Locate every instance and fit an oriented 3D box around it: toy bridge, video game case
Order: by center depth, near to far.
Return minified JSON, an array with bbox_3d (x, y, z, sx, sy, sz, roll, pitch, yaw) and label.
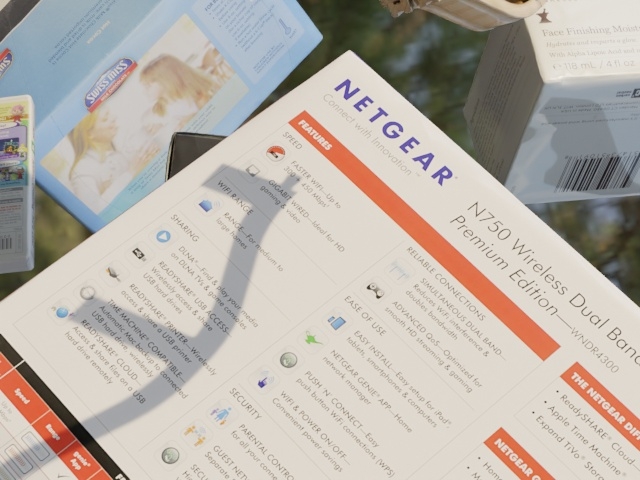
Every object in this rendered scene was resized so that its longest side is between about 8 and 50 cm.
[{"bbox_3d":[0.067,-0.118,0.628,0.026,0.188,0.063,-16,-75,29],"label":"toy bridge"},{"bbox_3d":[-0.375,-0.045,1.516,0.023,0.212,0.193,82,1,-57],"label":"video game case"}]

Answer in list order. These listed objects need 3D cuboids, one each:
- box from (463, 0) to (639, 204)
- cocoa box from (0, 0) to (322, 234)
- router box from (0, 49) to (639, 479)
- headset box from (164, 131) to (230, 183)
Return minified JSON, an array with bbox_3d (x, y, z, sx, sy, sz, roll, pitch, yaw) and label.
[{"bbox_3d":[0.240,-0.132,1.411,0.182,0.181,0.119,104,-23,-54],"label":"box"},{"bbox_3d":[-0.219,-0.211,1.781,0.228,0.347,0.231,41,-5,37],"label":"cocoa box"},{"bbox_3d":[0.014,0.109,0.776,0.335,0.301,0.082,45,-21,23],"label":"router box"},{"bbox_3d":[0.000,0.000,1.374,0.283,0.246,0.131,53,44,-83],"label":"headset box"}]
